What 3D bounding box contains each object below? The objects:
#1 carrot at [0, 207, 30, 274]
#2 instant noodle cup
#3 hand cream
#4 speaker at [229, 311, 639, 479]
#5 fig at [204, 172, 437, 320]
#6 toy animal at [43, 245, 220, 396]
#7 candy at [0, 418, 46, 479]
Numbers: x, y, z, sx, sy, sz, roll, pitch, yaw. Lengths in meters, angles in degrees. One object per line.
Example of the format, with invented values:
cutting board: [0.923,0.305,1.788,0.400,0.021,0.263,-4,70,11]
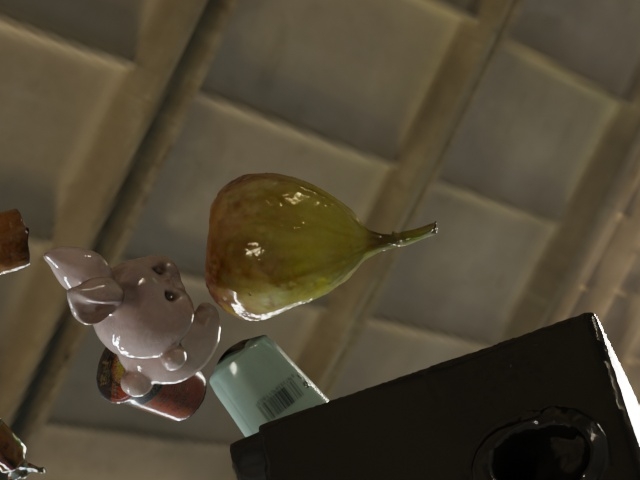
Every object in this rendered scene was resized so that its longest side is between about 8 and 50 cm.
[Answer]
carrot: [-0.420,0.028,1.561,0.205,0.072,0.072,-21,-41,-20]
instant noodle cup: [-0.248,0.208,2.131,0.135,0.127,0.127,35,-96,-43]
hand cream: [0.019,0.220,1.279,0.109,0.321,0.067,-36,-9,-29]
speaker: [0.102,0.203,0.887,0.253,0.184,0.232,-20,-36,13]
fig: [0.000,0.000,1.493,0.159,0.257,0.159,-6,-90,-72]
toy animal: [-0.170,0.063,1.348,0.124,0.124,0.212,-54,-26,-15]
candy: [-0.423,0.272,1.864,0.182,0.053,0.046,60,-143,-45]
